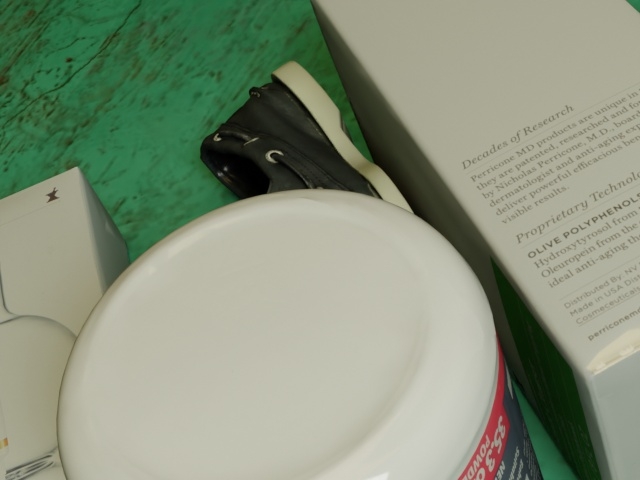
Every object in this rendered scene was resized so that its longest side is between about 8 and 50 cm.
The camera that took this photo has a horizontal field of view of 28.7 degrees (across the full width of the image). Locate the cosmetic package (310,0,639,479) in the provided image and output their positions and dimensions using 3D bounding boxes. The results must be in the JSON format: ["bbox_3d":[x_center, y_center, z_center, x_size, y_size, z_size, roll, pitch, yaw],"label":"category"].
[{"bbox_3d":[0.145,-0.027,0.740,0.155,0.197,0.365,-28,44,-3],"label":"cosmetic package"}]

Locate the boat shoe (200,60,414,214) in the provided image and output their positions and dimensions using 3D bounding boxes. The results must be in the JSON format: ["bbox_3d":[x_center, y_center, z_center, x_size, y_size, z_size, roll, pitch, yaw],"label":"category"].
[{"bbox_3d":[-0.002,-0.003,0.826,0.113,0.127,0.340,-29,44,-3],"label":"boat shoe"}]

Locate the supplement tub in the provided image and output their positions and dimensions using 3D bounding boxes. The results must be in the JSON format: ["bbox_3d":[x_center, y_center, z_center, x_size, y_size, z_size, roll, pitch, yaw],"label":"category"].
[{"bbox_3d":[0.011,0.126,0.601,0.191,0.272,0.191,-12,47,13],"label":"supplement tub"}]

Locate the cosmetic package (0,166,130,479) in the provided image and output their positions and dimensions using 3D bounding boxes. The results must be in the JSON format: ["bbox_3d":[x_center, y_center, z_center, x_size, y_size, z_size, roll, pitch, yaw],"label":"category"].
[{"bbox_3d":[-0.297,0.137,0.844,0.377,0.097,0.284,-23,43,1],"label":"cosmetic package"}]
